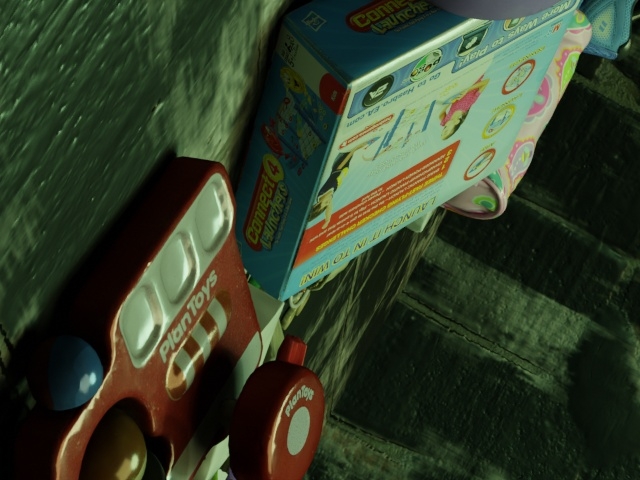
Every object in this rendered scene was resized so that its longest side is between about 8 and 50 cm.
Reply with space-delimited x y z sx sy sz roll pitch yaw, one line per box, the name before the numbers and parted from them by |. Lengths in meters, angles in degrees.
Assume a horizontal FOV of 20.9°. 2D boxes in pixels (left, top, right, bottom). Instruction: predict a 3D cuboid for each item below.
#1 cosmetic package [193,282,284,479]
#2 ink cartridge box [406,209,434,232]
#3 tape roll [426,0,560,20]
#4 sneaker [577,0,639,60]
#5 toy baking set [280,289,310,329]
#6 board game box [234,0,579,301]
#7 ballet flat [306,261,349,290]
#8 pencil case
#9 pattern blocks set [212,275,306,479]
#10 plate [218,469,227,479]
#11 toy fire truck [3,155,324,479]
cosmetic package | -0.110 0.119 1.521 0.060 0.099 0.239 -55 170 -41
ink cartridge box | 0.151 -0.175 2.130 0.273 0.114 0.197 -58 172 -28
tape roll | 0.139 -0.277 1.392 0.189 0.189 0.080 -58 172 -21
sneaker | 0.399 -0.353 2.173 0.330 0.147 0.130 -60 173 -20
toy baking set | 0.009 0.020 2.215 0.197 0.030 0.256 -59 172 -19
board game box | 0.076 -0.125 1.535 0.308 0.086 0.302 -31 156 -32
ballet flat | 0.000 0.000 1.934 0.086 0.086 0.248 -59 173 -16
pencil case | 0.207 -0.161 1.958 0.284 0.124 0.124 -60 172 -25
pattern blocks set | -0.068 0.138 1.707 0.325 0.026 0.285 -91 -156 -57
plate | -0.143 0.259 2.021 0.278 0.045 0.277 -64 171 19
toy fire truck | -0.133 0.118 1.252 0.302 0.169 0.254 -57 147 -37
